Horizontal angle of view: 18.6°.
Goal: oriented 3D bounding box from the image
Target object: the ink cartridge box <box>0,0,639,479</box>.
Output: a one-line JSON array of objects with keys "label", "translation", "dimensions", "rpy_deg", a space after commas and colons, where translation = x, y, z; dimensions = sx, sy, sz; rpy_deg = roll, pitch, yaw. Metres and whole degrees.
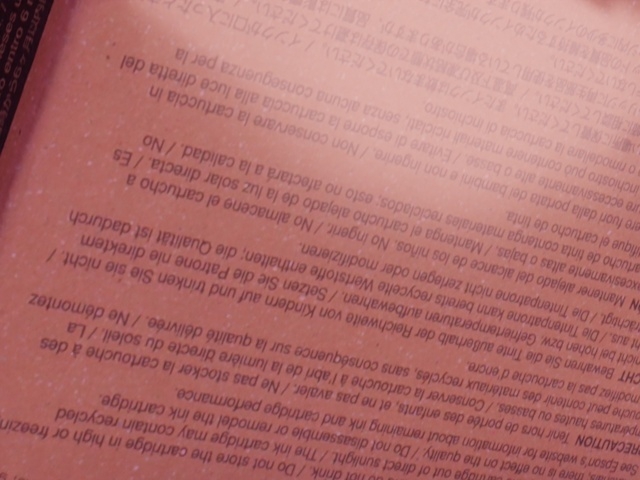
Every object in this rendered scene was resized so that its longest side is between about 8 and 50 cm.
[{"label": "ink cartridge box", "translation": [0.000, 0.000, 0.518], "dimensions": [0.235, 0.088, 0.193], "rpy_deg": [14, 103, -38]}]
